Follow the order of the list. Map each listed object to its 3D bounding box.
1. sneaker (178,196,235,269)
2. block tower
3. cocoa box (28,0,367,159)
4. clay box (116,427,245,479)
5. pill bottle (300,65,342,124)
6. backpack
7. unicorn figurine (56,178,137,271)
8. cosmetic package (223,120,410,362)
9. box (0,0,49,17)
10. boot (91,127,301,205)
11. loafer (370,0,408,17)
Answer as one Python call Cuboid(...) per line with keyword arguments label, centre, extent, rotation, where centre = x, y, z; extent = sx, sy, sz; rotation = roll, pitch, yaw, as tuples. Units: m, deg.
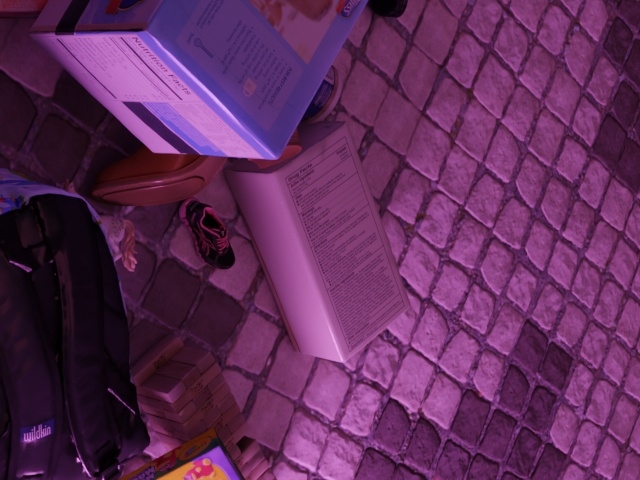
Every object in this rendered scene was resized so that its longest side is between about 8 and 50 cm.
Cuboid(label="sneaker", centre=(-0.144, -0.006, 1.751), extent=(0.047, 0.057, 0.119), rotation=(-50, 126, -29))
Cuboid(label="block tower", centre=(-0.142, 0.290, 1.763), extent=(0.091, 0.097, 0.335), rotation=(-43, 120, -32))
Cuboid(label="cocoa box", centre=(-0.105, -0.293, 1.442), extent=(0.231, 0.228, 0.347), rotation=(43, 66, -38))
Cuboid(label="clay box", centre=(-0.204, 0.351, 1.675), extent=(0.222, 0.053, 0.127), rotation=(-29, 116, -3))
Cuboid(label="pill bottle", centre=(-0.058, -0.233, 1.777), extent=(0.169, 0.094, 0.094), rotation=(27, 77, -41))
Cuboid(label="backpack", centre=(-0.354, 0.098, 1.465), extent=(0.290, 0.273, 0.355), rotation=(-22, 131, -36))
Cuboid(label="unicorn figurine", centre=(-0.294, -0.012, 1.621), extent=(0.162, 0.060, 0.111), rotation=(14, 85, -59))
Cuboid(label="cosmetic package", centre=(0.000, 0.000, 1.846), extent=(0.160, 0.113, 0.309), rotation=(-36, 117, -34))
Cuboid(label="box", centre=(-0.301, -0.337, 1.511), extent=(0.300, 0.142, 0.154), rotation=(-7, 99, -42))
Cuboid(label="boot", centre=(-0.180, -0.176, 1.653), extent=(0.109, 0.283, 0.220), rotation=(40, 30, -75))
Cuboid(label="loafer", centre=(0.109, -0.418, 1.940), extent=(0.061, 0.062, 0.170), rotation=(-2, 101, -64))
